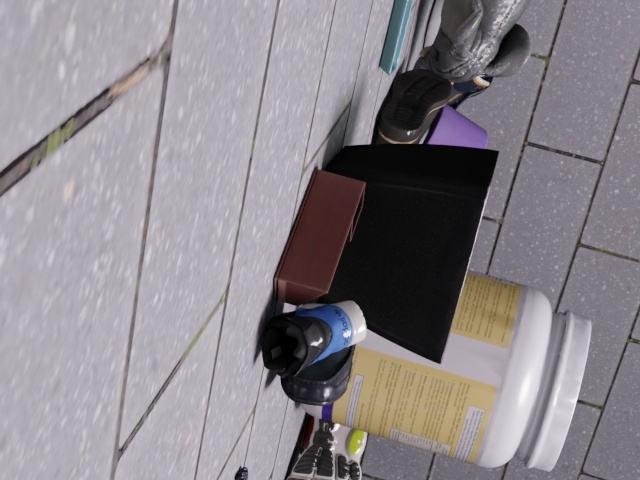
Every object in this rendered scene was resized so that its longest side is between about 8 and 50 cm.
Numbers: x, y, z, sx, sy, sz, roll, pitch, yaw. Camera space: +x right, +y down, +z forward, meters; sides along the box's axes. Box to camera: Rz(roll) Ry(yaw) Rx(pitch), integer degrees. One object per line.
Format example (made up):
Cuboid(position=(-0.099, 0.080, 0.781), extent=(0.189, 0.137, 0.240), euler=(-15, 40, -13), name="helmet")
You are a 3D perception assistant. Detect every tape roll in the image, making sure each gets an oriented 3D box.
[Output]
Cuboid(position=(0.153, -0.100, 1.733), extent=(0.189, 0.080, 0.189), euler=(-55, -172, 12), name="tape roll")

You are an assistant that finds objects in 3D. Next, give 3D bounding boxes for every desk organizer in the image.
Cuboid(position=(0.000, 0.000, 1.131), extent=(0.047, 0.050, 0.130), euler=(94, 14, -59), name="desk organizer")

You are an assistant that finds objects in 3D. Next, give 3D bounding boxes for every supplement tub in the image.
Cuboid(position=(0.159, 0.152, 1.558), extent=(0.241, 0.331, 0.241), euler=(16, 90, -83), name="supplement tub")

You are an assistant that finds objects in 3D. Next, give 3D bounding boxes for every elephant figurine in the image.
Cuboid(position=(0.223, -0.299, 1.734), extent=(0.186, 0.169, 0.239), euler=(98, 5, -79), name="elephant figurine")

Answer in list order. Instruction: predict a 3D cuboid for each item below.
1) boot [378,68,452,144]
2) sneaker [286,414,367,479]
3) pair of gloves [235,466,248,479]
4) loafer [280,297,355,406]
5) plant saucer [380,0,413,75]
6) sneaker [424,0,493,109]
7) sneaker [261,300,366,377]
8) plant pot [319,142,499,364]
Cuboid(position=(0.110, -0.144, 1.661), extent=(0.198, 0.076, 0.137), euler=(-47, 160, -51), name="boot")
Cuboid(position=(0.011, 0.318, 1.729), extent=(0.118, 0.107, 0.279), euler=(115, -4, -70), name="sneaker")
Cuboid(position=(-0.086, 0.269, 1.210), extent=(0.074, 0.010, 0.083), euler=(89, 17, -66), name="pair of gloves")
Cuboid(position=(0.002, 0.106, 1.305), extent=(0.223, 0.076, 0.078), euler=(-70, 168, -68), name="loafer")
Cuboid(position=(0.101, -0.293, 1.428), extent=(0.067, 0.018, 0.192), euler=(-54, 158, -70), name="plant saucer")
Cuboid(position=(0.234, -0.287, 2.051), extent=(0.321, 0.127, 0.126), euler=(92, 14, -68), name="sneaker")
Cuboid(position=(-0.027, 0.095, 1.139), extent=(0.152, 0.084, 0.058), euler=(-19, -92, 61), name="sneaker")
Cuboid(position=(0.079, -0.009, 1.260), extent=(0.187, 0.167, 0.188), euler=(-56, 161, -70), name="plant pot")
